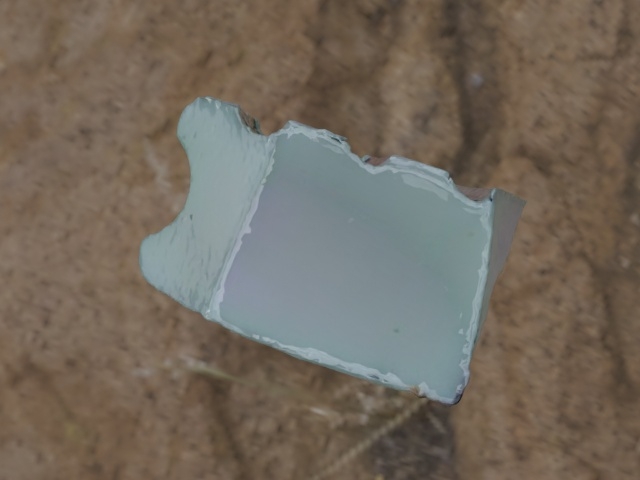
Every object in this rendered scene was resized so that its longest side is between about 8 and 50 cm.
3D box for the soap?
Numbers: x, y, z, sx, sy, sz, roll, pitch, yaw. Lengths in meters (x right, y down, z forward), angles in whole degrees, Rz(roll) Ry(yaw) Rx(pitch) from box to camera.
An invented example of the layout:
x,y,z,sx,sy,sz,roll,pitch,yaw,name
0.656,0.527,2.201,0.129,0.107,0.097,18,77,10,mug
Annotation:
x,y,z,sx,sy,sz,roll,pitch,yaw,name
0.000,0.000,0.772,0.145,0.230,0.091,18,93,-1,soap
